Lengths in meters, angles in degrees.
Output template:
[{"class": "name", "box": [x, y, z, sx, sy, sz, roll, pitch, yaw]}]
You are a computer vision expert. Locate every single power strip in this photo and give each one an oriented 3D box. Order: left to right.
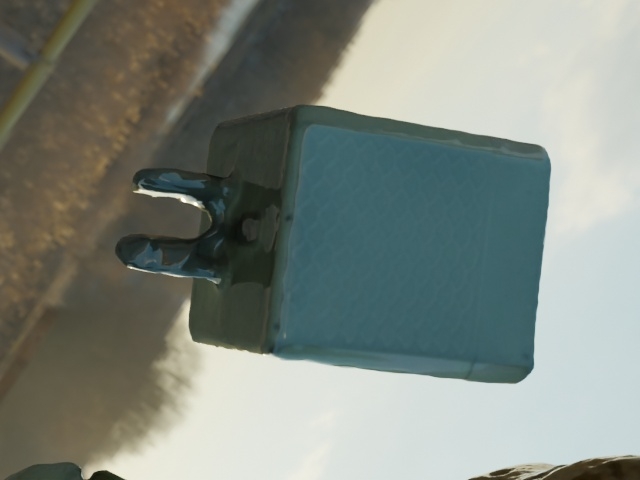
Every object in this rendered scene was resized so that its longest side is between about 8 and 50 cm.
[{"class": "power strip", "box": [0.000, 0.000, 0.835, 0.140, 0.224, 0.139, -176, -87, -65]}]

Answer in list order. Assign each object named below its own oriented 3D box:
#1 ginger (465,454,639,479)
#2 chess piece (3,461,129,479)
[{"class": "ginger", "box": [0.128, 0.209, 0.900, 0.190, 0.126, 0.354, -50, -172, -32]}, {"class": "chess piece", "box": [-0.146, 0.236, 0.614, 0.194, 0.195, 0.299, -50, -169, 37]}]
